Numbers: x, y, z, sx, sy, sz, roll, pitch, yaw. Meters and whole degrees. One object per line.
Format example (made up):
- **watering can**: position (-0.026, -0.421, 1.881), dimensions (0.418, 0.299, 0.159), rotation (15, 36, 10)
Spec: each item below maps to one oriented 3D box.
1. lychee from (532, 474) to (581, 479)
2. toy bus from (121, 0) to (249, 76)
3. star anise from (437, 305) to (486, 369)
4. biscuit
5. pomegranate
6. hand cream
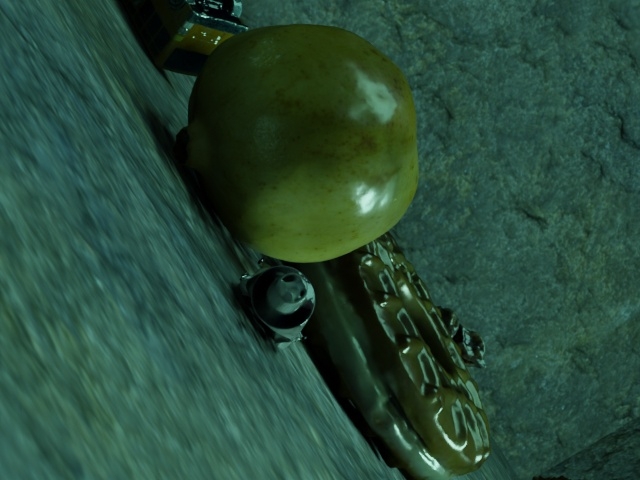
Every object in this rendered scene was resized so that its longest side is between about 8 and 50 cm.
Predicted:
- **lychee**: position (0.291, 0.380, 1.903), dimensions (0.200, 0.200, 0.238), rotation (59, 16, 3)
- **toy bus**: position (-0.167, -0.276, 1.771), dimensions (0.091, 0.103, 0.182), rotation (8, 43, -46)
- **star anise**: position (0.148, 0.140, 2.319), dimensions (0.230, 0.081, 0.262), rotation (20, -30, 25)
- **biscuit**: position (0.071, 0.107, 1.671), dimensions (0.332, 0.103, 0.332), rotation (58, 12, -19)
- **pomegranate**: position (-0.015, -0.095, 1.457), dimensions (0.233, 0.233, 0.233), rotation (58, 4, -6)
- **hand cream**: position (-0.034, 0.052, 1.331), dimensions (0.084, 0.050, 0.257), rotation (59, -5, 0)
